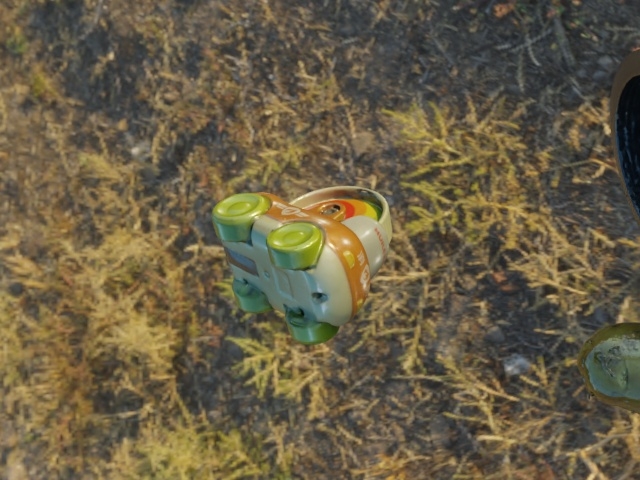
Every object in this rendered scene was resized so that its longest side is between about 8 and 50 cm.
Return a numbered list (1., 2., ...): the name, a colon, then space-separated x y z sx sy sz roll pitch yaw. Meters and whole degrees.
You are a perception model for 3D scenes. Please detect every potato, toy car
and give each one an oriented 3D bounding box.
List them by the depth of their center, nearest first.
1. toy car: 0.000 0.000 1.084 0.235 0.235 0.145 19 133 40
2. potato: 0.442 0.179 1.162 0.137 0.175 0.137 -156 90 -84

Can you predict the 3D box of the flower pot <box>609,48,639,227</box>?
1. flower pot: 0.562 -0.133 1.029 0.330 0.293 0.294 -17 72 0
